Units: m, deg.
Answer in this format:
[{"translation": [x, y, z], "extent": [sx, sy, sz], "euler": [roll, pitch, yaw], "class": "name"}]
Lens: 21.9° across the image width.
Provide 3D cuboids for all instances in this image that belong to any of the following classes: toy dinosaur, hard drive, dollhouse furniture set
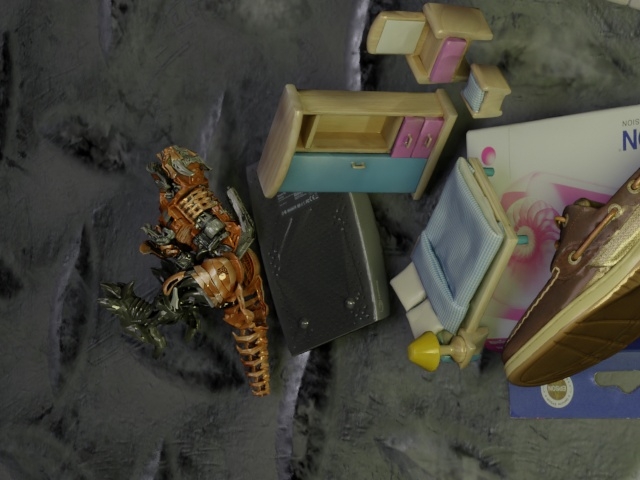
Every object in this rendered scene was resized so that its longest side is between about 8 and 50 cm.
[{"translation": [-0.156, 0.047, 2.128], "extent": [0.218, 0.164, 0.322], "euler": [-29, 64, 34], "class": "toy dinosaur"}, {"translation": [0.000, 0.000, 2.049], "extent": [0.172, 0.054, 0.255], "euler": [-26, 72, 41], "class": "hard drive"}, {"translation": [0.088, -0.050, 1.775], "extent": [0.286, 0.198, 0.303], "euler": [111, 149, -43], "class": "dollhouse furniture set"}]

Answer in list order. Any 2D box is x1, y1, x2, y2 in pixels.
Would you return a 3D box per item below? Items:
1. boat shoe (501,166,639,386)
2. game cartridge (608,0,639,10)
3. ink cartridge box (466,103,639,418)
[{"translation": [0.294, 0.007, 1.644], "extent": [0.342, 0.123, 0.123], "euler": [-50, 52, 26], "class": "boat shoe"}, {"translation": [0.316, -0.409, 1.627], "extent": [0.230, 0.068, 0.355], "euler": [20, 120, 9], "class": "game cartridge"}, {"translation": [0.303, 0.027, 1.754], "extent": [0.324, 0.071, 0.330], "euler": [-7, 84, 43], "class": "ink cartridge box"}]
